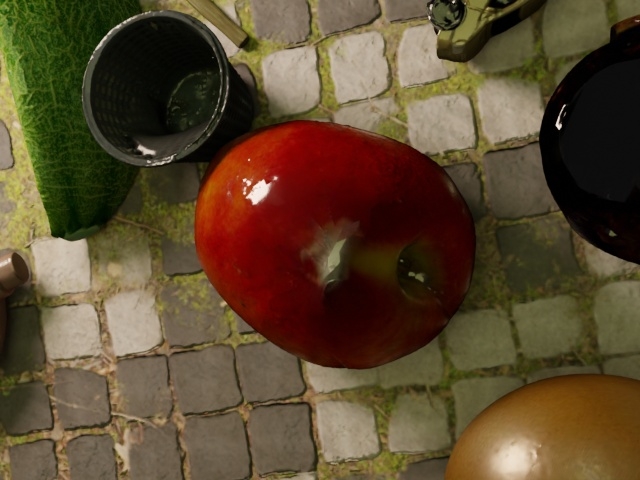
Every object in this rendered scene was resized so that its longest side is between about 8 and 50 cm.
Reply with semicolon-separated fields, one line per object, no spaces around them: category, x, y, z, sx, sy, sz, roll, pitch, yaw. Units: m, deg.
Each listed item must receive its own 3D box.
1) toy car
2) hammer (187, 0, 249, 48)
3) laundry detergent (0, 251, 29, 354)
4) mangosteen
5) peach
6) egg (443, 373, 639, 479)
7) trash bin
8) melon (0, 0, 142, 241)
toy car;0.205;-0.311;1.237;0.124;0.101;0.256;18;93;11
hammer;-0.158;-0.305;1.381;0.199;0.013;0.062;43;101;11
laundry detergent;-0.461;0.116;1.434;0.237;0.076;0.171;-23;85;12
mangosteen;0.358;-0.111;1.127;0.288;0.233;0.287;-6;80;36
peach;0.000;0.000;1.265;0.338;0.281;0.281;17;95;50
egg;0.293;0.276;1.117;0.351;0.282;0.282;12;93;10
trash bin;-0.155;-0.159;1.301;0.175;0.161;0.175;-1;86;19
melon;-0.293;-0.161;1.367;0.124;0.196;0.323;-3;98;50
